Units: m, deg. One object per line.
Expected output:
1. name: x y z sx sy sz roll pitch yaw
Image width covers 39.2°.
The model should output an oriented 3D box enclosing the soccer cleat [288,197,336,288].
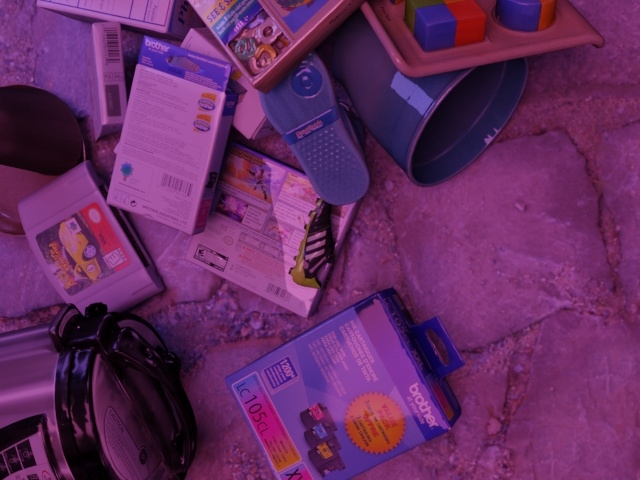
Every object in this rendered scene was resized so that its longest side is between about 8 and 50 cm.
1. soccer cleat: 0.000 0.000 1.606 0.072 0.060 0.179 19 101 -1

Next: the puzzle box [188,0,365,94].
1. puzzle box: -0.023 -0.462 1.382 0.409 0.052 0.272 -42 70 15

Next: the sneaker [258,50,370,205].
1. sneaker: -0.014 -0.232 1.559 0.127 0.208 0.319 -19 115 11

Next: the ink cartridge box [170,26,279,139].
1. ink cartridge box: -0.142 -0.291 1.635 0.212 0.154 0.093 45 119 10

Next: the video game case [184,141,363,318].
1. video game case: -0.089 -0.022 1.684 0.269 0.061 0.244 25 100 13

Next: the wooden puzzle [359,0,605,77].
1. wooden puzzle: 0.228 -0.390 1.404 0.347 0.081 0.322 -9 45 -14

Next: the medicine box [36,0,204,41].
1. medicine box: -0.356 -0.534 1.698 0.289 0.149 0.264 15 96 15

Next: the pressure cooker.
1. pressure cooker: -0.441 0.315 1.646 0.420 0.370 0.376 -12 72 15

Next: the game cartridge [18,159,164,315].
1. game cartridge: -0.461 0.015 1.772 0.196 0.060 0.294 -28 96 18

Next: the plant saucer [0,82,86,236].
1. plant saucer: -0.607 -0.163 1.839 0.310 0.050 0.311 0 92 17

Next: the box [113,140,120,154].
1. box: -0.287 -0.210 1.700 0.091 0.130 0.171 37 103 10

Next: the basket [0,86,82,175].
1. basket: -0.588 -0.213 1.689 0.204 0.227 0.154 42 103 10

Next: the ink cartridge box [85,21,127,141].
1. ink cartridge box: -0.408 -0.295 1.711 0.066 0.232 0.189 -6 89 -13

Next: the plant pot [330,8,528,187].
1. plant pot: 0.161 -0.273 1.509 0.255 0.271 0.272 45 103 24

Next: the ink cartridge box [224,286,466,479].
1. ink cartridge box: 0.068 0.264 1.608 0.395 0.151 0.270 -31 84 14

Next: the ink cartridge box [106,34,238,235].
1. ink cartridge box: -0.258 -0.184 1.582 0.185 0.065 0.311 21 108 17
